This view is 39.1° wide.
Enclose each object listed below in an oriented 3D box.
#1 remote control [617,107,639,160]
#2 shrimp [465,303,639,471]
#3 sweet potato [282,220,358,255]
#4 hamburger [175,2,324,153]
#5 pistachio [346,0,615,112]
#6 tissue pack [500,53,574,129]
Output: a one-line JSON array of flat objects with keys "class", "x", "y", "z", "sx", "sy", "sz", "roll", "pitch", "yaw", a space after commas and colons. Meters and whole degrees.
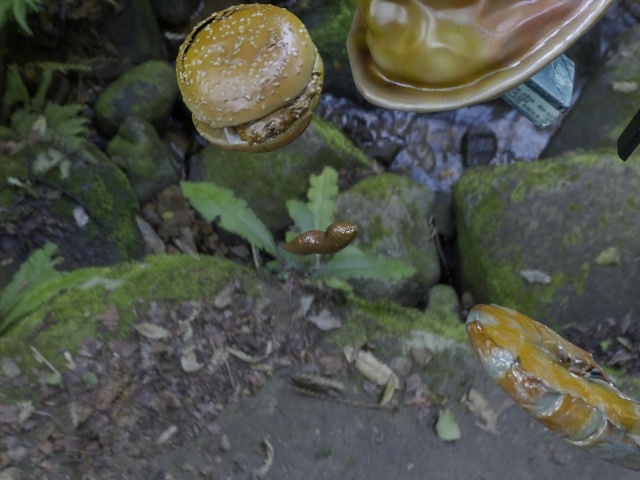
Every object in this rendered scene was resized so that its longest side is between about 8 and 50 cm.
[{"class": "remote control", "x": 0.574, "y": -0.235, "z": 1.532, "sx": 0.025, "sy": 0.245, "sz": 0.063, "roll": 18, "pitch": 48, "yaw": -4}, {"class": "shrimp", "x": 0.271, "y": 0.153, "z": 0.872, "sx": 0.317, "sy": 0.062, "sz": 0.164, "roll": 31, "pitch": 27, "yaw": -8}, {"class": "sweet potato", "x": 0.002, "y": 0.003, "z": 1.850, "sx": 0.065, "sy": 0.218, "sz": 0.051, "roll": 56, "pitch": 46, "yaw": -17}, {"class": "hamburger", "x": -0.086, "y": -0.194, "z": 1.092, "sx": 0.182, "sy": 0.118, "sz": 0.190, "roll": -20, "pitch": 61, "yaw": 16}, {"class": "pistachio", "x": 0.122, "y": -0.199, "z": 0.621, "sx": 0.188, "sy": 0.187, "sz": 0.299, "roll": 29, "pitch": 51, "yaw": 15}, {"class": "tissue pack", "x": 0.360, "y": -0.349, "z": 1.713, "sx": 0.257, "sy": 0.081, "sz": 0.185, "roll": 35, "pitch": 43, "yaw": -12}]
